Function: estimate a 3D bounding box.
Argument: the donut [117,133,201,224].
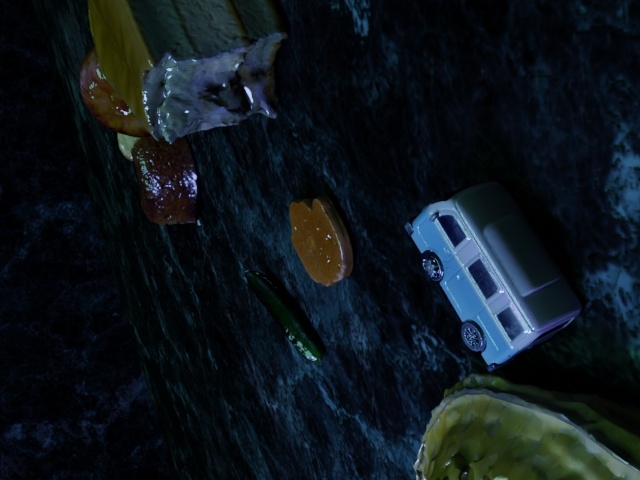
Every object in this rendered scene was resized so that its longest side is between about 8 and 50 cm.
[{"bbox_3d":[-0.268,-0.136,1.268,0.217,0.085,0.141,61,156,26],"label":"donut"}]

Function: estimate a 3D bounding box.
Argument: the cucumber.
[{"bbox_3d":[-0.047,0.093,1.016,0.184,0.033,0.036,49,125,41],"label":"cucumber"}]

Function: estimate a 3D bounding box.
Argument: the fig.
[{"bbox_3d":[-0.249,-0.222,1.100,0.202,0.148,0.149,-43,-27,-74],"label":"fig"}]

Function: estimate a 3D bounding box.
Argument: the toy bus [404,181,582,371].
[{"bbox_3d":[0.118,0.017,0.536,0.123,0.060,0.075,61,151,17],"label":"toy bus"}]

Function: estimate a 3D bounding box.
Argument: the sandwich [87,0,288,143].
[{"bbox_3d":[-0.138,-0.241,0.795,0.198,0.155,0.227,46,148,41],"label":"sandwich"}]

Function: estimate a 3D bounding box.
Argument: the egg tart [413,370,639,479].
[{"bbox_3d":[0.159,0.307,0.524,0.443,0.178,0.443,51,150,44],"label":"egg tart"}]

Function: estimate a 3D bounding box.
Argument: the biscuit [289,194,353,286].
[{"bbox_3d":[0.000,0.000,0.845,0.130,0.019,0.102,-18,92,67],"label":"biscuit"}]
